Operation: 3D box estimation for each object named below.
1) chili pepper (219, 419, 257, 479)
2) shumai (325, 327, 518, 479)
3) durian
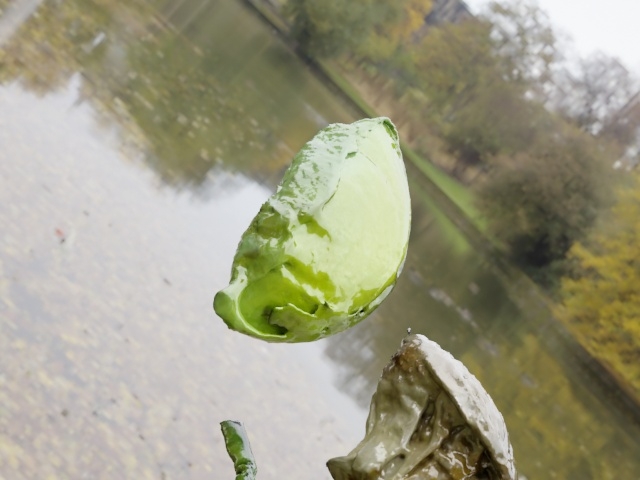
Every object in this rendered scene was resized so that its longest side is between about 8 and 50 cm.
[{"bbox_3d":[-0.059,0.170,0.832,0.027,0.022,0.083,53,18,-44],"label":"chili pepper"},{"bbox_3d":[0.064,0.147,0.781,0.145,0.116,0.145,50,-17,21],"label":"shumai"},{"bbox_3d":[0.000,0.000,0.910,0.101,0.250,0.139,-10,-52,47],"label":"durian"}]
